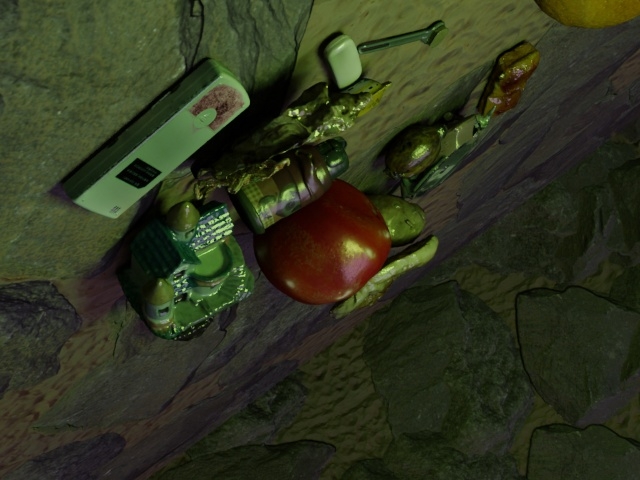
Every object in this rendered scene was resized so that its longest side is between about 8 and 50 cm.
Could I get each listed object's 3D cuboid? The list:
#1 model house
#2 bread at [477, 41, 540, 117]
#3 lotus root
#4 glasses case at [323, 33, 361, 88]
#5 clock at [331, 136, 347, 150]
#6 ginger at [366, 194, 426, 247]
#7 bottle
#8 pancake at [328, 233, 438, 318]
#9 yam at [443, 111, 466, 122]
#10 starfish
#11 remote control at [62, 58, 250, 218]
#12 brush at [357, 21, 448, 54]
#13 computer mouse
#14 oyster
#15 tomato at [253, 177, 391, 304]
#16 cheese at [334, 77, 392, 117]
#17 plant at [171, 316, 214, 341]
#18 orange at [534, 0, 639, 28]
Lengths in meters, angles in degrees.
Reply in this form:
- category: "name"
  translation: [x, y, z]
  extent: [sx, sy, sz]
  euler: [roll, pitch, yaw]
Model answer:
- category: "model house"
  translation: [-0.271, 0.033, 1.540]
  extent: [0.267, 0.194, 0.325]
  euler: [-28, 162, -24]
- category: "bread"
  translation: [0.526, -0.441, 2.088]
  extent: [0.139, 0.077, 0.271]
  euler: [-30, 163, -14]
- category: "lotus root"
  translation: [0.254, -0.247, 1.994]
  extent: [0.209, 0.120, 0.120]
  euler: [-41, 162, 5]
- category: "glasses case"
  translation: [0.045, -0.351, 1.457]
  extent: [0.063, 0.041, 0.164]
  euler: [-38, 162, 1]
- category: "clock"
  translation: [0.027, -0.217, 1.789]
  extent: [0.085, 0.017, 0.085]
  euler: [-33, 161, -13]
- category: "ginger"
  translation: [0.202, -0.064, 2.211]
  extent: [0.244, 0.155, 0.304]
  euler: [1, -174, 15]
- category: "bottle"
  translation: [-0.065, -0.136, 1.623]
  extent: [0.271, 0.143, 0.156]
  euler: [-31, -173, -10]
- category: "pancake"
  translation: [0.180, 0.105, 2.088]
  extent: [0.386, 0.082, 0.387]
  euler: [-37, 174, -5]
- category: "yam"
  translation: [0.394, -0.348, 2.139]
  extent: [0.032, 0.032, 0.145]
  euler: [-45, 159, 23]
- category: "starfish"
  translation: [-0.159, -0.136, 1.512]
  extent: [0.209, 0.053, 0.150]
  euler: [-13, -154, 21]
- category: "remote control"
  translation: [-0.277, -0.171, 1.280]
  extent: [0.344, 0.050, 0.145]
  euler: [-39, 162, 4]
- category: "brush"
  translation: [0.177, -0.419, 1.563]
  extent: [0.266, 0.027, 0.062]
  euler: [-23, 158, -37]
- category: "computer mouse"
  translation: [0.344, -0.263, 2.110]
  extent: [0.389, 0.115, 0.199]
  euler: [-49, 167, 33]
- category: "oyster"
  translation: [-0.077, -0.204, 1.394]
  extent: [0.360, 0.096, 0.221]
  euler: [-17, -159, 33]
- category: "tomato"
  translation: [0.000, 0.000, 1.802]
  extent: [0.293, 0.290, 0.325]
  euler: [-37, -157, 26]
- category: "cheese"
  translation: [0.037, -0.276, 1.555]
  extent: [0.250, 0.064, 0.156]
  euler: [-30, -165, 5]
- category: "plant"
  translation: [-0.348, 0.185, 1.887]
  extent: [0.132, 0.129, 0.194]
  euler: [-31, 164, -18]
- category: "orange"
  translation: [0.512, -0.557, 1.361]
  extent: [0.322, 0.322, 0.357]
  euler: [-37, 145, -2]
